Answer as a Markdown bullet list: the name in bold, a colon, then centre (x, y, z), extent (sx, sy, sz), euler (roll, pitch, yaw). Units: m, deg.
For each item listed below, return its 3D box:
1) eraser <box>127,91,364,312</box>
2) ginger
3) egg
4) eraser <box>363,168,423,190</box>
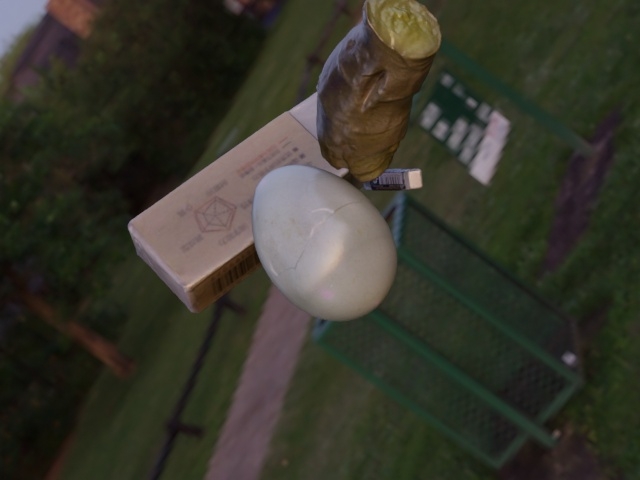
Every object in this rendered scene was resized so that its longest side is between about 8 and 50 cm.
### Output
- **eraser**: centre (-0.081, -0.058, 1.998), extent (0.343, 0.144, 0.078), euler (-36, -28, -16)
- **ginger**: centre (0.055, -0.172, 1.673), extent (0.263, 0.109, 0.116), euler (112, 155, -55)
- **egg**: centre (0.000, 0.000, 1.752), extent (0.151, 0.209, 0.151), euler (-36, -18, -13)
- **eraser**: centre (0.090, -0.076, 1.863), extent (0.019, 0.027, 0.099), euler (-15, 10, -36)
